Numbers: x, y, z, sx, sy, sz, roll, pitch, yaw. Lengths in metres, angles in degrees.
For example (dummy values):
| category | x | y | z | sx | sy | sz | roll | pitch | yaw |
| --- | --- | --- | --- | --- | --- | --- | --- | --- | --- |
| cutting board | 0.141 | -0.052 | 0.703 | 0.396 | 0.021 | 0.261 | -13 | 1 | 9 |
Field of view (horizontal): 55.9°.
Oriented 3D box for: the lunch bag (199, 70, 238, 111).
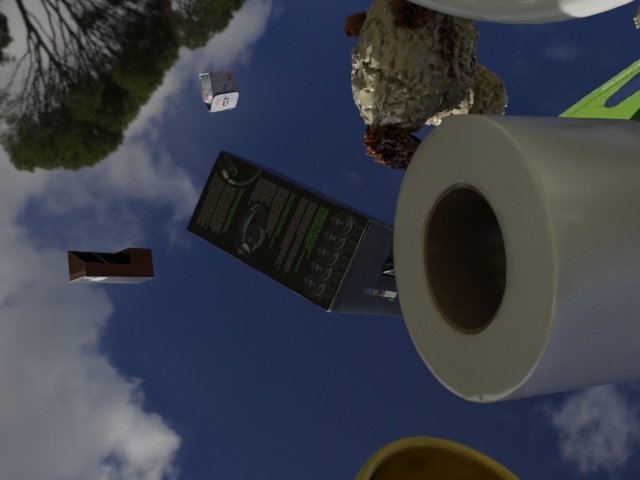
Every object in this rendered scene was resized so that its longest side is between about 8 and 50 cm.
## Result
| category | x | y | z | sx | sy | sz | roll | pitch | yaw |
| --- | --- | --- | --- | --- | --- | --- | --- | --- | --- |
| lunch bag | -0.219 | -0.326 | 1.320 | 0.053 | 0.071 | 0.083 | 14 | -66 | 45 |

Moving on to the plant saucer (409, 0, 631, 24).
| category | x | y | z | sx | sy | sz | roll | pitch | yaw |
| --- | --- | --- | --- | --- | --- | --- | --- | --- | --- |
| plant saucer | 0.049 | -0.288 | 0.295 | 0.400 | 0.400 | 0.101 | 30 | -100 | 30 |

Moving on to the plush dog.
| category | x | y | z | sx | sy | sz | roll | pitch | yaw |
| --- | --- | --- | --- | --- | --- | --- | --- | --- | --- |
| plush dog | 0.100 | -0.202 | 0.631 | 0.210 | 0.263 | 0.225 | 13 | -146 | 14 |

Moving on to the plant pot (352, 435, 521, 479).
| category | x | y | z | sx | sy | sz | roll | pitch | yaw |
| --- | --- | --- | --- | --- | --- | --- | --- | --- | --- |
| plant pot | 0.105 | 0.381 | 0.626 | 0.254 | 0.254 | 0.239 | 42 | -56 | 32 |

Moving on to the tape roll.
| category | x | y | z | sx | sy | sz | roll | pitch | yaw |
| --- | --- | --- | --- | --- | --- | --- | --- | --- | --- |
| tape roll | 0.193 | 0.012 | 0.541 | 0.169 | 0.246 | 0.246 | -2 | -120 | -19 |

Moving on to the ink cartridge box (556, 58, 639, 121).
| category | x | y | z | sx | sy | sz | roll | pitch | yaw |
| --- | --- | --- | --- | --- | --- | --- | --- | --- | --- |
| ink cartridge box | 0.401 | -0.102 | 0.677 | 0.188 | 0.255 | 0.097 | -35 | -128 | 23 |

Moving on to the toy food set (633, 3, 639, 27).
| category | x | y | z | sx | sy | sz | roll | pitch | yaw |
| --- | --- | --- | --- | --- | --- | --- | --- | --- | --- |
| toy food set | 0.427 | -0.371 | 0.770 | 0.038 | 0.192 | 0.132 | 28 | -86 | 41 |

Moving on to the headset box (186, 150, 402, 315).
| category | x | y | z | sx | sy | sz | roll | pitch | yaw |
| --- | --- | --- | --- | --- | --- | --- | --- | --- | --- |
| headset box | 0.000 | 0.000 | 0.885 | 0.283 | 0.246 | 0.131 | 27 | -84 | 30 |

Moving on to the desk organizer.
| category | x | y | z | sx | sy | sz | roll | pitch | yaw |
| --- | --- | --- | --- | --- | --- | --- | --- | --- | --- |
| desk organizer | -0.331 | 0.039 | 0.958 | 0.047 | 0.130 | 0.050 | -17 | -104 | 34 |
